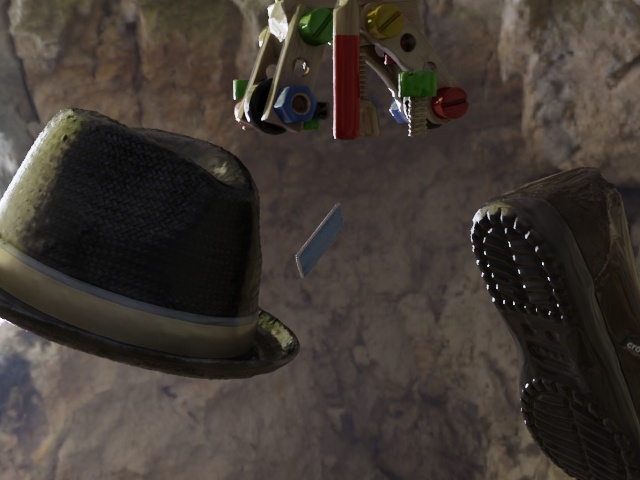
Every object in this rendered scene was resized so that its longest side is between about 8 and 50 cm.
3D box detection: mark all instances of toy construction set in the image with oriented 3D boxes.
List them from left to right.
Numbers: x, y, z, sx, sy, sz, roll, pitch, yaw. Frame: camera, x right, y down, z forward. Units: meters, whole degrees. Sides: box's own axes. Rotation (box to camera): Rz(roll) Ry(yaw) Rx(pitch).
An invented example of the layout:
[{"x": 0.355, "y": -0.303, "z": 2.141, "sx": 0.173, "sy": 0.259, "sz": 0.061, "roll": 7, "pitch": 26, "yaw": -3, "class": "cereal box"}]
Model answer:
[{"x": 0.032, "y": -0.228, "z": 0.897, "sx": 0.257, "sy": 0.237, "sz": 0.309, "roll": -1, "pitch": -170, "yaw": -3, "class": "toy construction set"}]

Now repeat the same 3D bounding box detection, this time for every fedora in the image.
[{"x": -0.152, "y": -0.017, "z": 0.720, "sx": 0.334, "sy": 0.153, "sz": 0.334, "roll": 18, "pitch": -172, "yaw": -3, "class": "fedora"}]

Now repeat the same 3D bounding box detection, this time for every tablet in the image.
[{"x": 0.000, "y": 0.000, "z": 0.997, "sx": 0.006, "sy": 0.054, "sz": 0.083, "roll": 29, "pitch": -113, "yaw": 22, "class": "tablet"}]

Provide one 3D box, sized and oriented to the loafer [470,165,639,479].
[{"x": 0.249, "y": 0.092, "z": 0.759, "sx": 0.130, "sy": 0.366, "sz": 0.134, "roll": -38, "pitch": -145, "yaw": -22, "class": "loafer"}]
